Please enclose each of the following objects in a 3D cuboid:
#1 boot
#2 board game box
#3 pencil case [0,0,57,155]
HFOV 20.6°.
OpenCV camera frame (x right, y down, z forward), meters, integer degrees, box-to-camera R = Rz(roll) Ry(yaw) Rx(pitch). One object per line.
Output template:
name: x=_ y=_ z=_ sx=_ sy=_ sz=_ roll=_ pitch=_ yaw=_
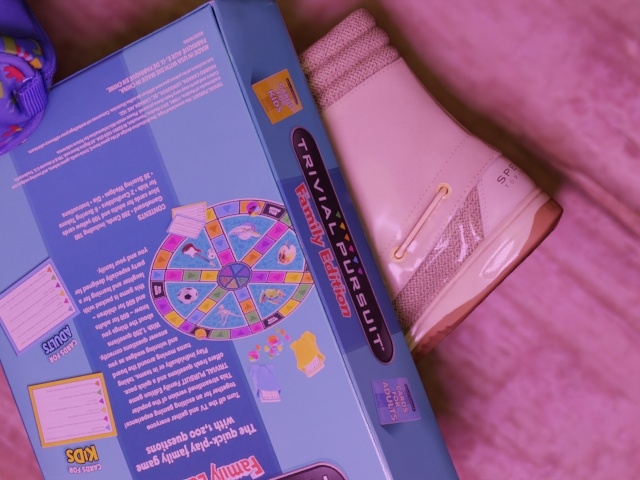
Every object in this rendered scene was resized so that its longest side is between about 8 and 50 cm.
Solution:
boot: x=0.000 y=0.000 z=1.155 sx=0.203 sy=0.095 sz=0.262 roll=47 pitch=109 yaw=5
board game box: x=-0.085 y=0.052 z=1.113 sx=0.253 sy=0.079 sz=0.336 roll=-22 pitch=87 yaw=31
pencil case: x=-0.255 y=-0.194 z=1.095 sx=0.133 sy=0.119 sz=0.306 roll=-18 pitch=69 yaw=-4
